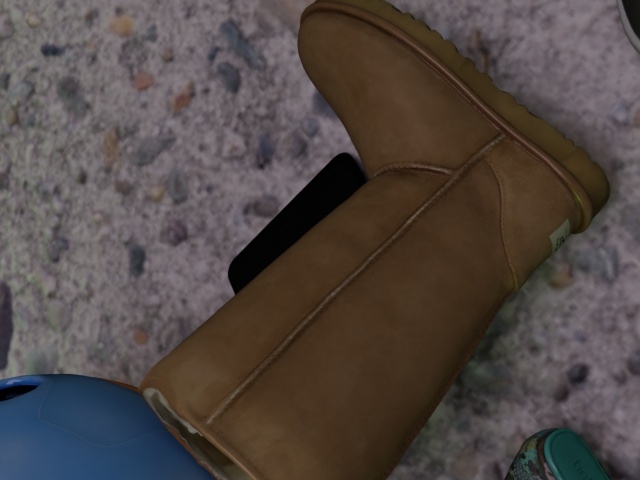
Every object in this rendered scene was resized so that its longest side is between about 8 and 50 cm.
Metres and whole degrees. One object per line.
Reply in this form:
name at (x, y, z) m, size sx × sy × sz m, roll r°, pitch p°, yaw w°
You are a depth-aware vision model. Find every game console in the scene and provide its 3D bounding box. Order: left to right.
game console at (0.010, 0.025, 0.843) m, size 0.107 × 0.071 × 0.122 m, roll 42°, pitch 108°, yaw -8°

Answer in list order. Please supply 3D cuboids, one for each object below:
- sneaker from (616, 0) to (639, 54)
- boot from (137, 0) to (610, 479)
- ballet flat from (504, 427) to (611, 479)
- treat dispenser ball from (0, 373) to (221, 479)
sneaker at (0.213, -0.244, 0.683) m, size 0.104 × 0.147 × 0.296 m, roll 21°, pitch 97°, yaw 25°
boot at (0.000, 0.000, 0.731) m, size 0.236 × 0.089 × 0.269 m, roll 37°, pitch 69°, yaw 24°
ballet flat at (0.168, 0.195, 0.730) m, size 0.070 × 0.070 × 0.188 m, roll -38°, pitch 69°, yaw 20°
treat dispenser ball at (-0.156, 0.222, 0.759) m, size 0.288 × 0.288 × 0.288 m, roll -2°, pitch 85°, yaw 27°
